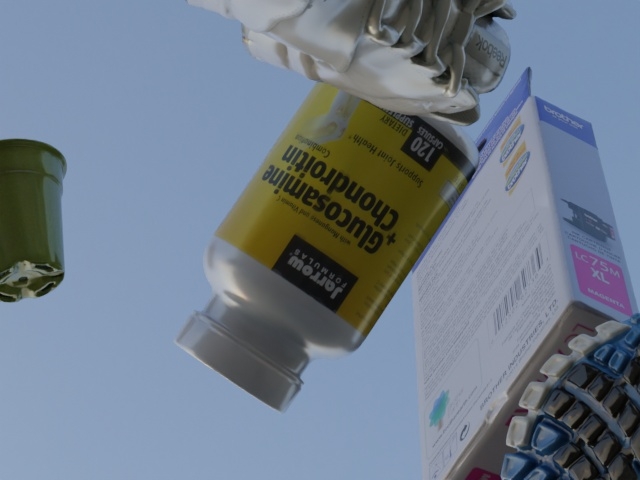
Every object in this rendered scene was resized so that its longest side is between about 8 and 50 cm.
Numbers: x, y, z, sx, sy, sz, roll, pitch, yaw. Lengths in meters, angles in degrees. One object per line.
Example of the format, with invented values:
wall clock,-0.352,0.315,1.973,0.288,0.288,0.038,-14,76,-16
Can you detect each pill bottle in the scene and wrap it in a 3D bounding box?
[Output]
pill bottle,0.000,0.000,0.914,0.103,0.103,0.184,36,-95,-25

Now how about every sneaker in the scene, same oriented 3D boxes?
sneaker,0.026,-0.116,0.714,0.129,0.297,0.111,28,-87,9
sneaker,0.114,0.115,0.680,0.083,0.071,0.191,15,-68,-34

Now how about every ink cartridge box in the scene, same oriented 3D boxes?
ink cartridge box,0.131,0.029,1.134,0.065,0.311,0.186,22,-59,-16

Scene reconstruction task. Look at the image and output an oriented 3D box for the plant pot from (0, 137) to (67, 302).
plant pot,-0.189,-0.007,1.013,0.083,0.079,0.083,-15,-27,-7
